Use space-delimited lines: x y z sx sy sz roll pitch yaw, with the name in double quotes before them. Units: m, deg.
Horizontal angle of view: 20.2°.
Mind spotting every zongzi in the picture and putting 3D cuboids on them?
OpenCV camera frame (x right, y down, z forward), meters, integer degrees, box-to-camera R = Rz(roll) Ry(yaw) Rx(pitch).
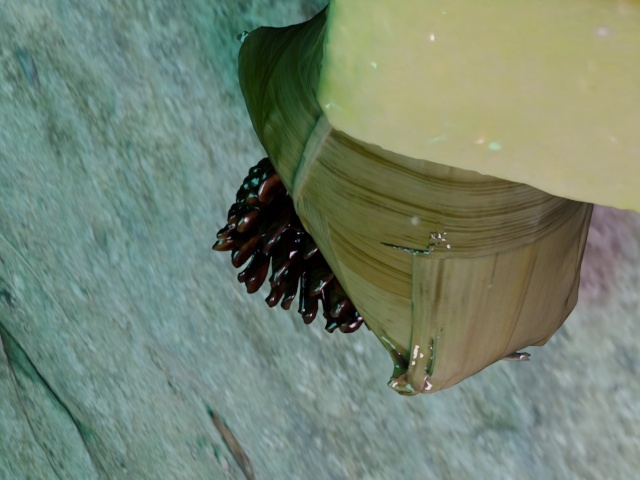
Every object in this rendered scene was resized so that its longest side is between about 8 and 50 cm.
"zongzi" 0.023 -0.070 0.627 0.197 0.099 0.194 54 152 33

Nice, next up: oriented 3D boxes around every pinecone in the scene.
"pinecone" 0.000 0.000 0.739 0.083 0.077 0.077 48 149 18

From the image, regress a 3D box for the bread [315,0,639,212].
"bread" 0.141 -0.045 0.364 0.264 0.163 0.168 44 146 32
